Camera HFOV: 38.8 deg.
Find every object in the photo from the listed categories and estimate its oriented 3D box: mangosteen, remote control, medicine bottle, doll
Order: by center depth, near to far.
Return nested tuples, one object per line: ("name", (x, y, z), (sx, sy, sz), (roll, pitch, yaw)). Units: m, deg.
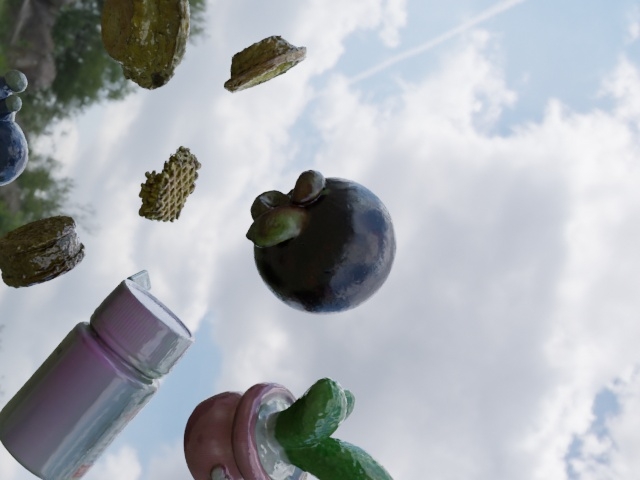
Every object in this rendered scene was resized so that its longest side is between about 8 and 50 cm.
("mangosteen", (0.000, 0.000, 1.703), (0.288, 0.288, 0.288), (-47, -150, 39))
("medicine bottle", (-0.450, 0.282, 1.829), (0.388, 0.219, 0.219), (-50, -156, 0))
("remote control", (-0.412, 0.099, 2.069), (0.124, 0.017, 0.053), (-48, 126, -80))
("doll", (-0.778, -0.264, 2.187), (0.228, 0.154, 0.259), (-10, -85, 48))

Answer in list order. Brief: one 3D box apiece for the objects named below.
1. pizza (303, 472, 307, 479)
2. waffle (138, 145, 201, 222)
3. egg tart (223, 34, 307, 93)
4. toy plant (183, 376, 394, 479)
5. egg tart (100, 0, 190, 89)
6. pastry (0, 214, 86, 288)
("pizza", (-0.107, 0.557, 2.168), (0.409, 0.113, 0.278), (-51, 136, -68))
("waffle", (-0.363, -0.136, 2.183), (0.197, 0.070, 0.193), (-66, 166, 16))
("egg tart", (-0.119, -0.365, 1.857), (0.191, 0.074, 0.191), (-26, -173, 3))
("toy plant", (-0.056, 0.378, 1.658), (0.356, 0.317, 0.211), (-13, -153, 24))
("egg tart", (-0.378, -0.454, 1.893), (0.294, 0.116, 0.295), (9, -79, 51))
("pastry", (-0.586, 0.022, 1.902), (0.188, 0.188, 0.103), (-143, -146, -66))
